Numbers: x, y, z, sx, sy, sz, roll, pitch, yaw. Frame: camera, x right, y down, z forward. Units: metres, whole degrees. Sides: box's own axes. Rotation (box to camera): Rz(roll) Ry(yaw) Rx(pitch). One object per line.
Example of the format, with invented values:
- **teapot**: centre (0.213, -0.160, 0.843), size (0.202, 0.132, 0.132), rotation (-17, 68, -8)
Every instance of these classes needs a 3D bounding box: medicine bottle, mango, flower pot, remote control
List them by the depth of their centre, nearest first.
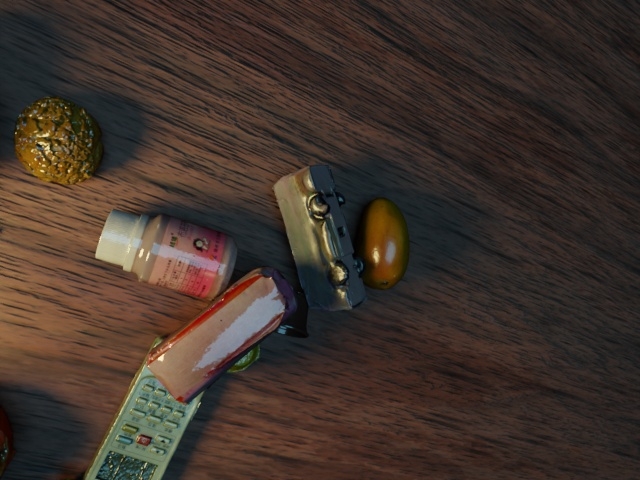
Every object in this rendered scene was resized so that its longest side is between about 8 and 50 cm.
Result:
- **medicine bottle**: centre (-0.300, 0.023, 0.879), size (0.247, 0.147, 0.147), rotation (20, 84, -21)
- **remote control**: centre (-0.348, 0.374, 0.913), size (0.145, 0.050, 0.344), rotation (28, 81, -19)
- **flower pot**: centre (-0.070, 0.161, 0.998), size (0.111, 0.111, 0.089), rotation (22, 67, -20)
- **mango**: centre (0.145, 0.005, 1.044), size (0.120, 0.151, 0.221), rotation (6, 88, -16)

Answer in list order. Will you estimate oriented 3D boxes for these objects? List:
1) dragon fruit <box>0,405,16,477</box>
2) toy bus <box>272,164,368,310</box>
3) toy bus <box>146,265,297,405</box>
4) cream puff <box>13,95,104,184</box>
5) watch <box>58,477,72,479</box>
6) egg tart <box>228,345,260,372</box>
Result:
- **dragon fruit**: centre (-0.670, 0.369, 0.698), size (0.305, 0.225, 0.306), rotation (0, 91, -23)
- **toy bus**: centre (0.000, 0.000, 0.976), size (0.112, 0.137, 0.317), rotation (-14, 89, -60)
- **toy bus**: centre (-0.179, 0.174, 0.858), size (0.302, 0.147, 0.127), rotation (-38, 88, -10)
- **cream puff**: centre (-0.482, -0.183, 0.822), size (0.150, 0.115, 0.165), rotation (-36, 103, -13)
- **watch**: centre (-0.507, 0.515, 0.781), size (0.152, 0.165, 0.131), rotation (9, 106, -48)
- **egg tart**: centre (-0.182, 0.244, 0.982), size (0.105, 0.039, 0.105), rotation (1, 88, -21)
